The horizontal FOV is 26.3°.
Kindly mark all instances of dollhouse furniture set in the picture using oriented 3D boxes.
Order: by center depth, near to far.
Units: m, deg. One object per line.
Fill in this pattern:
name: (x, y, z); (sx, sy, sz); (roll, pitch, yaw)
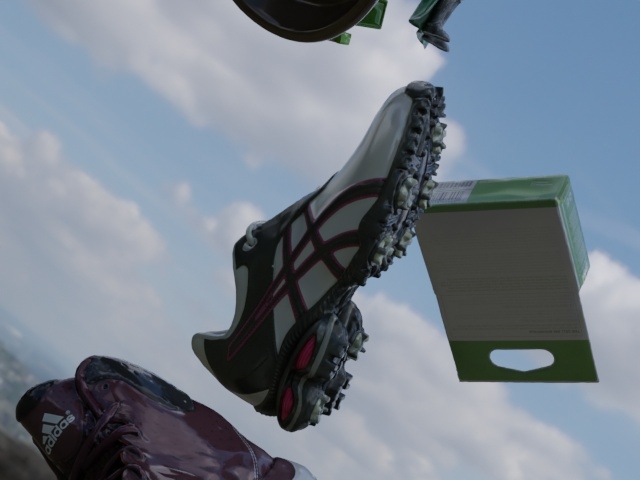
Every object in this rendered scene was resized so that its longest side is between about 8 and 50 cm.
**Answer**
dollhouse furniture set: (-0.003, -0.259, 1.492); (0.151, 0.076, 0.058); (24, 14, 41)

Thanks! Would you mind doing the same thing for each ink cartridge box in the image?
ink cartridge box: (0.206, 0.045, 1.486); (0.171, 0.056, 0.235); (-3, -58, 28)

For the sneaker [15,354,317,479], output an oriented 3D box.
sneaker: (-0.117, 0.147, 0.720); (0.162, 0.106, 0.281); (40, 17, 7)

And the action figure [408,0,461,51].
action figure: (0.181, -0.336, 1.600); (0.063, 0.232, 0.137); (26, -2, 5)

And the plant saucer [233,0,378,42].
plant saucer: (-0.019, -0.283, 0.994); (0.278, 0.041, 0.278); (31, -50, 44)

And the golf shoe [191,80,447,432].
golf shoe: (0.000, 0.000, 0.988); (0.120, 0.273, 0.105); (27, 7, 15)
